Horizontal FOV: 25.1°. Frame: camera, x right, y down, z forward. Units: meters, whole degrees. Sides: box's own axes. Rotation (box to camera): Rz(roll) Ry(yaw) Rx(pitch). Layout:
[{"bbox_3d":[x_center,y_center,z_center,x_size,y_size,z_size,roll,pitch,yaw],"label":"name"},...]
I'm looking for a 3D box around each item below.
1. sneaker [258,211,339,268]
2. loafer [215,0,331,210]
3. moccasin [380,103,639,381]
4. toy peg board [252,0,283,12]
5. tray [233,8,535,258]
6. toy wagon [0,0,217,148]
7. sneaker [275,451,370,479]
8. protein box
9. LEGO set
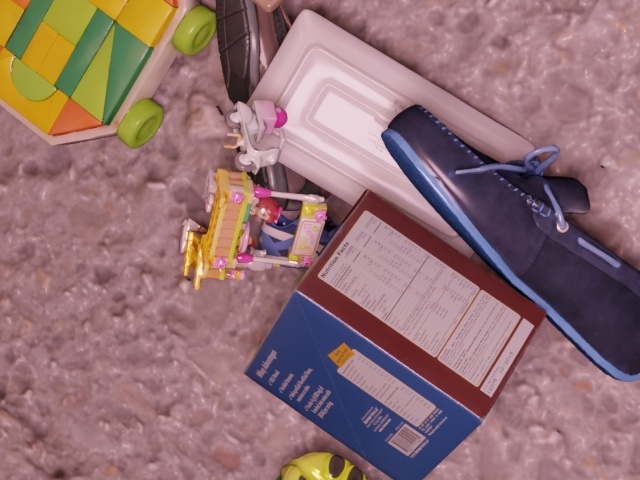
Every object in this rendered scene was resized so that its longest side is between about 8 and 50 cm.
[{"bbox_3d":[0.000,0.000,1.478,0.144,0.053,0.059,5,95,20],"label":"sneaker"},{"bbox_3d":[-0.048,-0.160,1.476,0.096,0.084,0.267,-4,94,65],"label":"loafer"},{"bbox_3d":[0.202,-0.016,1.347,0.342,0.138,0.117,43,92,-17],"label":"moccasin"},{"bbox_3d":[-0.056,-0.340,1.411,0.161,0.079,0.160,40,73,13],"label":"toy peg board"},{"bbox_3d":[0.063,-0.097,1.405,0.270,0.030,0.145,30,99,-4],"label":"tray"},{"bbox_3d":[-0.237,-0.275,1.533,0.267,0.068,0.344,37,107,14],"label":"toy wagon"},{"bbox_3d":[0.057,0.337,1.472,0.109,0.123,0.295,-36,96,-22],"label":"sneaker"},{"bbox_3d":[0.064,0.098,1.350,0.201,0.136,0.200,35,148,3],"label":"protein box"},{"bbox_3d":[-0.067,-0.011,1.417,0.107,0.287,0.132,6,61,-13],"label":"LEGO set"}]
